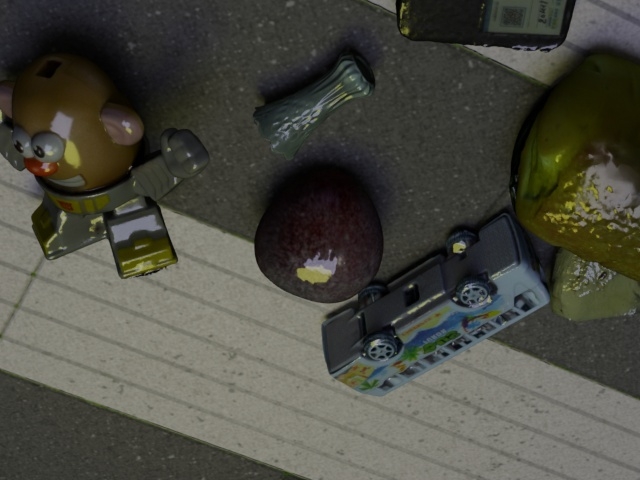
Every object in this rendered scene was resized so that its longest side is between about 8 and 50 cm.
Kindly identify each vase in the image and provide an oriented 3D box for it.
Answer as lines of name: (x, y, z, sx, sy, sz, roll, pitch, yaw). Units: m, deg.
vase: (-0.002, -0.172, 1.859, 0.148, 0.081, 0.081, -34, 122, 20)

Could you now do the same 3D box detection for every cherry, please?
cherry: (0.004, 0.000, 1.958, 0.176, 0.140, 0.176, 4, 117, 7)

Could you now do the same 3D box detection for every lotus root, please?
lotus root: (0.374, 0.045, 2.038, 0.143, 0.070, 0.144, -11, 129, 8)

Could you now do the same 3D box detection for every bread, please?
bread: (0.420, -0.062, 1.874, 0.376, 0.208, 0.251, 25, 121, -14)

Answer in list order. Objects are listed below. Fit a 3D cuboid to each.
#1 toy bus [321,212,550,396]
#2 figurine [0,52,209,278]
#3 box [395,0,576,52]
toy bus: (0.162, 0.097, 2.064, 0.329, 0.109, 0.136, -32, 132, 24)
figurine: (-0.293, -0.106, 1.852, 0.342, 0.167, 0.285, -1, 133, 7)
box: (0.207, -0.377, 1.696, 0.211, 0.058, 0.350, 4, 130, -5)
